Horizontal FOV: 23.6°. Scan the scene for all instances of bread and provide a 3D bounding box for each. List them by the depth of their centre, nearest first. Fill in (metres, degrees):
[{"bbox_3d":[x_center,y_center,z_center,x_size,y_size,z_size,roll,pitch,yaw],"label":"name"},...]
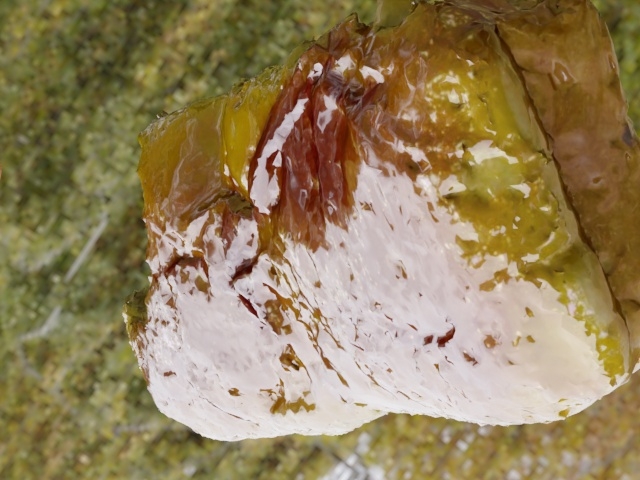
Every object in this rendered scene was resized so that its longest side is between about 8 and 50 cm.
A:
[{"bbox_3d":[0.000,0.000,0.719,0.380,0.109,0.185,-17,101,58],"label":"bread"}]
